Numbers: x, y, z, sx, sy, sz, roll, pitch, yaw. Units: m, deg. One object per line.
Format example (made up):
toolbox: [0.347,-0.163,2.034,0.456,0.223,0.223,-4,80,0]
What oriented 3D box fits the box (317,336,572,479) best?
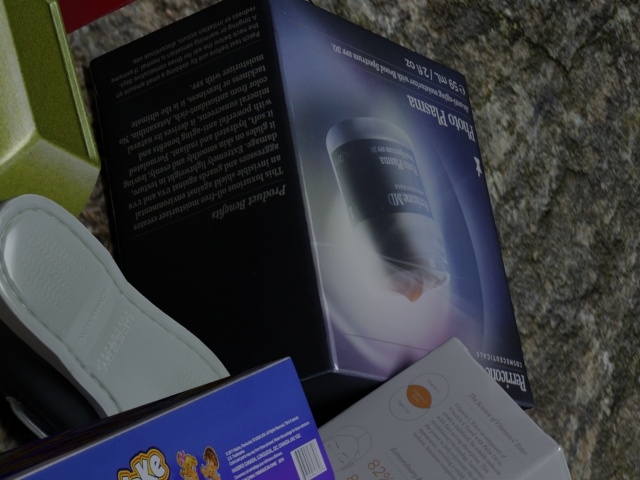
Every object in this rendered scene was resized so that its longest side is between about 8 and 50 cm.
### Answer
box: [0.067,0.173,1.250,0.130,0.170,0.091,47,-14,42]

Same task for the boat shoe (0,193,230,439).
boat shoe: [-0.144,0.088,1.208,0.302,0.091,0.114,58,47,-27]

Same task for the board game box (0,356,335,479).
board game box: [-0.178,0.164,0.963,0.347,0.233,0.078,-19,89,-61]

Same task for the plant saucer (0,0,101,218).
plant saucer: [-0.200,-0.112,1.225,0.188,0.045,0.188,32,41,-77]

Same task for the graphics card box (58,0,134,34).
graphics card box: [-0.170,-0.341,1.438,0.233,0.094,0.371,57,31,-19]

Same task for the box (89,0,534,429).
box: [0.000,0.000,1.417,0.296,0.183,0.294,15,61,-55]
